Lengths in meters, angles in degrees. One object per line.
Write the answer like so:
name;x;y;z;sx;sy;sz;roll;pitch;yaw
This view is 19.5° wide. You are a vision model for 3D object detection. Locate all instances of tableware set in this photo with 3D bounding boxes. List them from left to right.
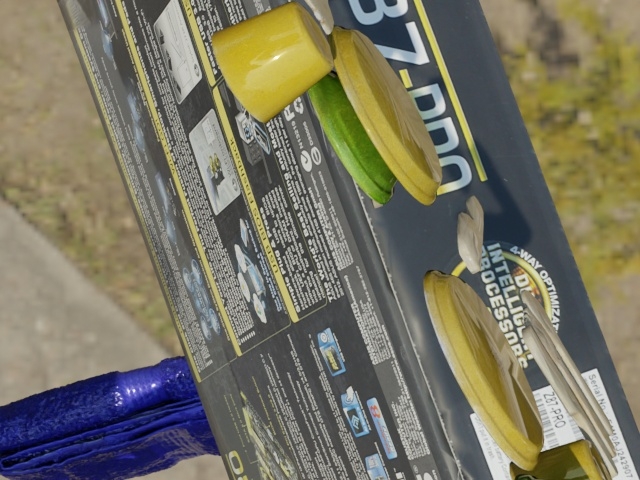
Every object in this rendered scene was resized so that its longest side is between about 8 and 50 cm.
tableware set;0.025;0.012;0.425;0.154;0.024;0.104;58;15;-15

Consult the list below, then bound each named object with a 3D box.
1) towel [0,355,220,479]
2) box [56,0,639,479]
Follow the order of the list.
towel;-0.171;0.194;1.881;0.228;0.308;0.076;64;12;-65
box;0.000;0.000;0.883;0.097;0.318;0.395;-18;83;-22
